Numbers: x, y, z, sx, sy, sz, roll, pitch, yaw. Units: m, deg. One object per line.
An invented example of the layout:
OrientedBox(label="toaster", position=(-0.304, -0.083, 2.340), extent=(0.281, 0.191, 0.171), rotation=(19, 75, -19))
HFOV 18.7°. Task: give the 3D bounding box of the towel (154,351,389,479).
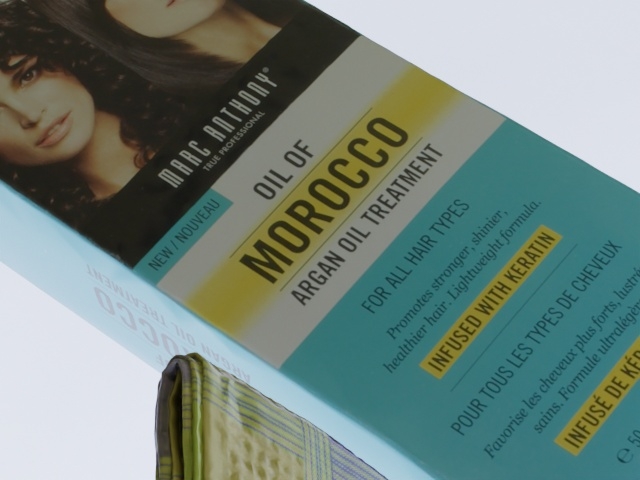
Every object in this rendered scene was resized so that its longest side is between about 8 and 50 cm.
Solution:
OrientedBox(label="towel", position=(0.001, 0.058, 0.318), extent=(0.009, 0.083, 0.060), rotation=(-27, -132, 27))

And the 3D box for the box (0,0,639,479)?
OrientedBox(label="box", position=(0.000, 0.000, 0.535), extent=(0.244, 0.060, 0.100), rotation=(32, -115, 23))
